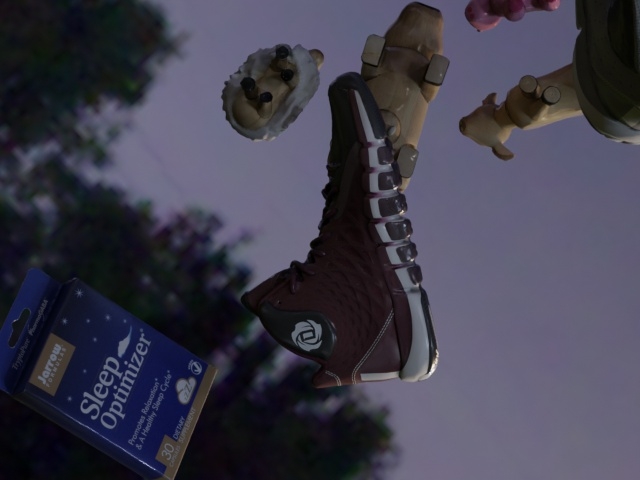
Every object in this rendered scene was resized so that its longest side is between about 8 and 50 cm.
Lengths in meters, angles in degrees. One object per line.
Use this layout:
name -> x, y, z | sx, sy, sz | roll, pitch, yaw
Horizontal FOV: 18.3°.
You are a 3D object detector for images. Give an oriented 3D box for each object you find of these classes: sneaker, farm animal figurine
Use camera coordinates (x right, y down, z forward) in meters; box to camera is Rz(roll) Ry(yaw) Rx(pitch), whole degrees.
sneaker -> 0.000, 0.000, 1.752 | 0.106, 0.163, 0.281 | 24, 53, -84
farm animal figurine -> 0.111, -0.164, 2.047 | 0.330, 0.326, 0.172 | 36, -7, 5
sneaker -> 0.175, -0.172, 1.048 | 0.132, 0.086, 0.228 | 144, -63, -80

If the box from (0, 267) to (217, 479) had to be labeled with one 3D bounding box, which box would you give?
box -> -0.219, 0.134, 1.994 | 0.225, 0.136, 0.036 | 34, -31, -23
